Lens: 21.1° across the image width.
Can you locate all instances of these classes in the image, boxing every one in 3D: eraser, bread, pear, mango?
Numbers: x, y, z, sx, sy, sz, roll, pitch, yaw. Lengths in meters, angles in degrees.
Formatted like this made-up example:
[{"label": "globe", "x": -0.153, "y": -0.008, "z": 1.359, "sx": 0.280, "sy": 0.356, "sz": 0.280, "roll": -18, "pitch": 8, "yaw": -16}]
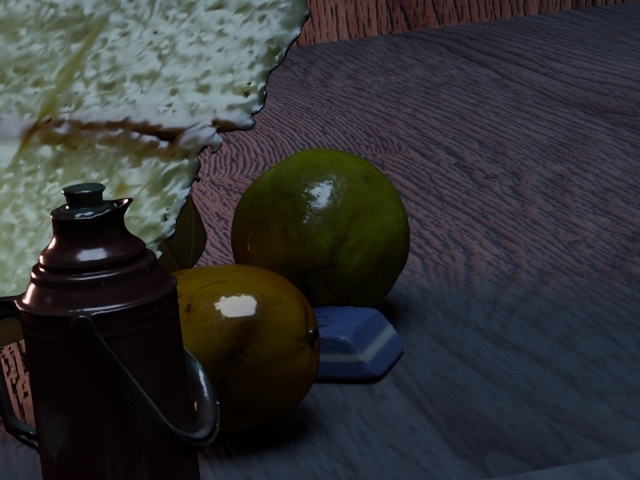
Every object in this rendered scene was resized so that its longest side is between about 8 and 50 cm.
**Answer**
[{"label": "eraser", "x": -0.051, "y": 0.079, "z": 1.335, "sx": 0.225, "sy": 0.036, "sz": 0.082, "roll": -1, "pitch": 14, "yaw": 21}, {"label": "bread", "x": -0.263, "y": -0.077, "z": 1.283, "sx": 0.404, "sy": 0.242, "sz": 0.346, "roll": -15, "pitch": 49, "yaw": 39}, {"label": "pear", "x": 0.000, "y": 0.000, "z": 1.415, "sx": 0.148, "sy": 0.149, "sz": 0.162, "roll": -3, "pitch": 25, "yaw": 10}, {"label": "mango", "x": -0.092, "y": 0.073, "z": 1.223, "sx": 0.144, "sy": 0.112, "sz": 0.219, "roll": -30, "pitch": 24, "yaw": -36}]

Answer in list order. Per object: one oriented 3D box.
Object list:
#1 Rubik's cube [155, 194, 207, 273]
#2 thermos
[{"label": "Rubik's cube", "x": -0.222, "y": -0.010, "z": 1.563, "sx": 0.254, "sy": 0.255, "sz": 0.254, "roll": -6, "pitch": 14, "yaw": 1}, {"label": "thermos", "x": -0.123, "y": 0.082, "z": 0.961, "sx": 0.124, "sy": 0.232, "sz": 0.099, "roll": -5, "pitch": 15, "yaw": 7}]
